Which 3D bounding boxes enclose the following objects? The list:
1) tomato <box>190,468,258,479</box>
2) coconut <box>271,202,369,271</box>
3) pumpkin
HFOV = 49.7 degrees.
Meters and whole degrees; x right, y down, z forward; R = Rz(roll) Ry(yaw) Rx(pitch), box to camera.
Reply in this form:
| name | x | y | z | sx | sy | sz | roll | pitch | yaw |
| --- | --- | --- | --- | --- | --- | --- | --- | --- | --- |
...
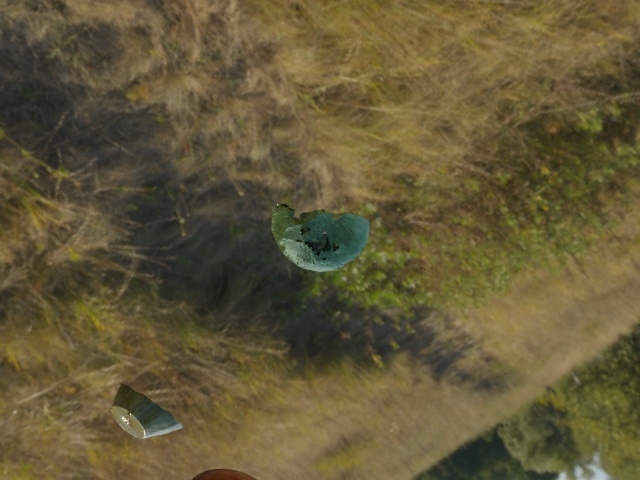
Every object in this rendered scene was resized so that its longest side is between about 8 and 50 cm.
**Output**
| name | x | y | z | sx | sy | sz | roll | pitch | yaw |
| --- | --- | --- | --- | --- | --- | --- | --- | --- | --- |
| tomato | -0.175 | 0.542 | 1.228 | 0.256 | 0.224 | 0.256 | -164 | -90 | -90 |
| coconut | 0.001 | 0.000 | 1.104 | 0.158 | 0.055 | 0.133 | -5 | 116 | 3 |
| pumpkin | -0.517 | 0.509 | 1.995 | 0.110 | 0.217 | 0.217 | -47 | 168 | -25 |
